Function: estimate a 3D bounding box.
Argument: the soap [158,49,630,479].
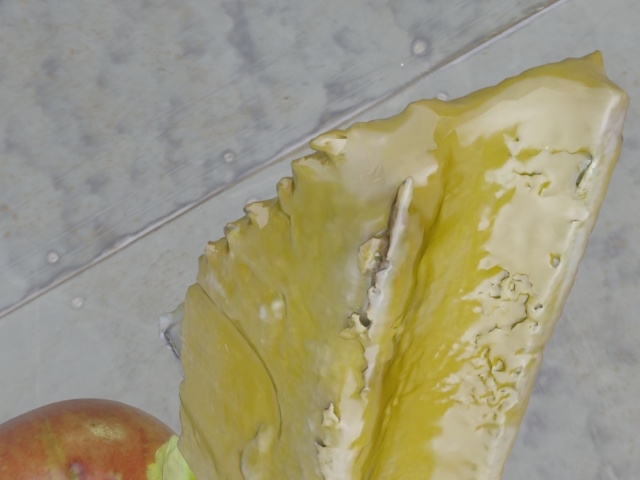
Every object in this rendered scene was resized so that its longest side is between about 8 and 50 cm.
[{"bbox_3d":[0.000,0.000,0.571,0.169,0.304,0.339,-11,128,-30],"label":"soap"}]

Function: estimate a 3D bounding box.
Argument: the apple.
[{"bbox_3d":[-0.286,0.346,1.080,0.339,0.339,0.340,1,101,5],"label":"apple"}]
